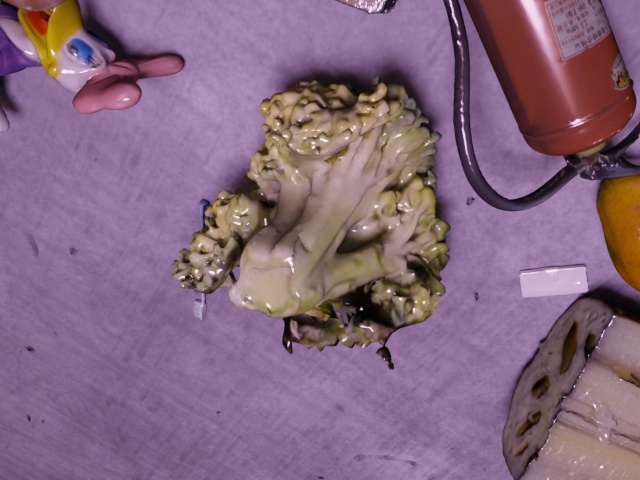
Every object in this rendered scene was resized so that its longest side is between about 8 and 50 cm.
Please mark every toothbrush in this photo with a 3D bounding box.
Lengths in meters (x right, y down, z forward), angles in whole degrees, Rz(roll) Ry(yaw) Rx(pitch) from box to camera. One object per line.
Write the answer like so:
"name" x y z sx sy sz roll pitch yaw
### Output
"toothbrush" -0.181 0.036 0.874 0.019 0.016 0.219 19 125 13

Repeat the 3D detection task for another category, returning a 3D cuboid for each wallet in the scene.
"wallet" 0.309 0.055 0.763 0.083 0.011 0.044 -8 118 19

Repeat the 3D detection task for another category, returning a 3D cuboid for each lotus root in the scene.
"lotus root" 0.418 0.229 0.768 0.260 0.149 0.267 21 105 -3

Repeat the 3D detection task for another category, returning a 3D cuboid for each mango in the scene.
"mango" 0.389 -0.007 0.661 0.111 0.089 0.163 -16 109 21

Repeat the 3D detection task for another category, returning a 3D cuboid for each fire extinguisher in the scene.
"fire extinguisher" 0.199 -0.184 0.579 0.200 0.113 0.376 -29 111 15

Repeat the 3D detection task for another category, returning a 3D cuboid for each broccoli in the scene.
"broccoli" 0.009 -0.003 0.639 0.293 0.281 0.348 36 124 6

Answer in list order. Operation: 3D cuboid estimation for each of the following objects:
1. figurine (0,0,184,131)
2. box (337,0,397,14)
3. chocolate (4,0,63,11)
"figurine" -0.392 -0.222 0.692 0.421 0.154 0.193 -1 125 16
"box" 0.052 -0.292 0.585 0.084 0.069 0.122 21 123 1
"chocolate" -0.329 -0.363 0.572 0.261 0.083 0.161 45 84 0
